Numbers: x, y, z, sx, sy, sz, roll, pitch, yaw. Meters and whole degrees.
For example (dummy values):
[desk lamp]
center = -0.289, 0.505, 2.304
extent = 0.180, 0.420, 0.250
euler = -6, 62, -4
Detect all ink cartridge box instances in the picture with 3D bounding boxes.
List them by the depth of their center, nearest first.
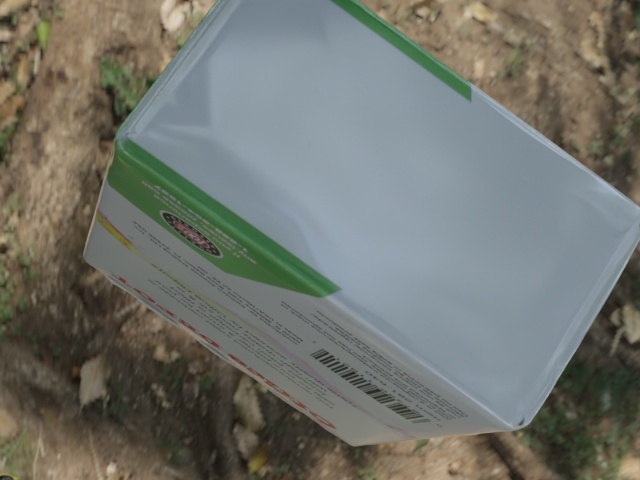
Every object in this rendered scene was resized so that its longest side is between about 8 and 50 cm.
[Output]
[ink cartridge box]
center = 0.000, 0.000, 0.660
extent = 0.201, 0.278, 0.117
euler = 35, 75, -4

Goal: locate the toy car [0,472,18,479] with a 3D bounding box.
[toy car]
center = -0.245, 0.168, 0.732
extent = 0.239, 0.225, 0.053
euler = 7, 88, -40
